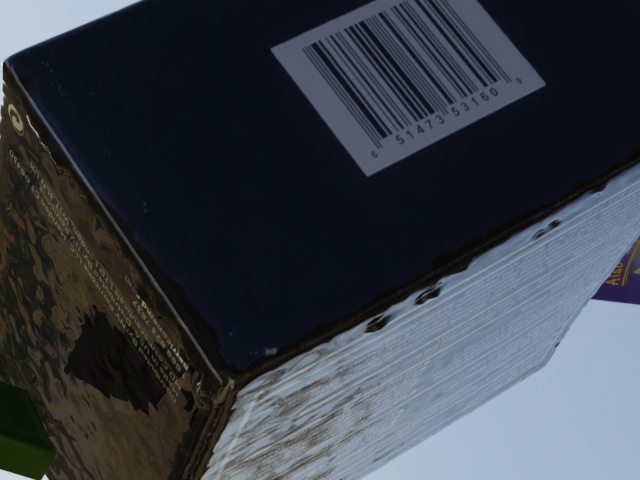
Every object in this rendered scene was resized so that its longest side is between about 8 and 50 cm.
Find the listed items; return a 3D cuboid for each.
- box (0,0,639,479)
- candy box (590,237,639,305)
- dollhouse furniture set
[{"bbox_3d":[0.000,0.000,0.823,0.183,0.296,0.294,53,-28,18],"label":"box"},{"bbox_3d":[0.179,-0.097,1.139,0.317,0.122,0.268,7,-53,-22],"label":"candy box"},{"bbox_3d":[-0.184,0.139,0.772,0.076,0.152,0.058,24,13,-35],"label":"dollhouse furniture set"}]
